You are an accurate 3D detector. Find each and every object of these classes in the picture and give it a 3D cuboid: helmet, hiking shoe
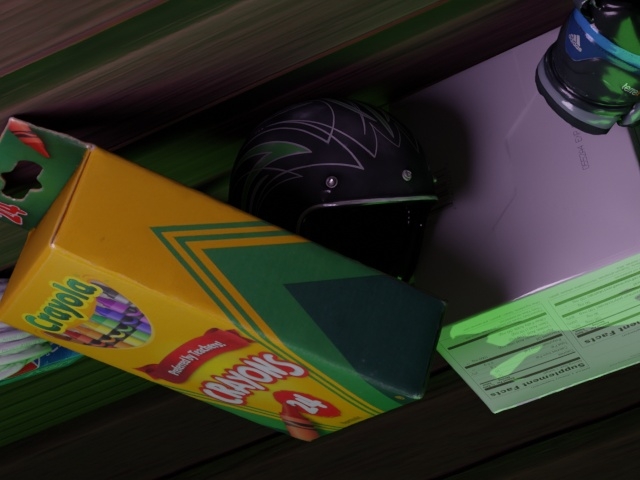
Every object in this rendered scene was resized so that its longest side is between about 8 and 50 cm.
[{"bbox_3d":[0.008,-0.035,1.063,0.169,0.162,0.169,13,-159,-5],"label":"helmet"},{"bbox_3d":[0.308,-0.183,1.023,0.304,0.113,0.132,-29,156,-23],"label":"hiking shoe"}]

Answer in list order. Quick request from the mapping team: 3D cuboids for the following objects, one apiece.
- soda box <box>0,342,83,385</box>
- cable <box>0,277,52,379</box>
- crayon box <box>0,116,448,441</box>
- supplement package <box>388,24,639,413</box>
[{"bbox_3d":[-0.389,0.138,1.613,0.210,0.067,0.071,-16,171,-40],"label":"soda box"},{"bbox_3d":[-0.396,0.114,1.330,0.257,0.089,0.257,-19,173,-22],"label":"cable"},{"bbox_3d":[-0.099,0.040,0.942,0.318,0.081,0.202,24,156,-14],"label":"crayon box"},{"bbox_3d":[0.189,-0.023,1.140,0.204,0.262,0.145,-23,136,20],"label":"supplement package"}]
